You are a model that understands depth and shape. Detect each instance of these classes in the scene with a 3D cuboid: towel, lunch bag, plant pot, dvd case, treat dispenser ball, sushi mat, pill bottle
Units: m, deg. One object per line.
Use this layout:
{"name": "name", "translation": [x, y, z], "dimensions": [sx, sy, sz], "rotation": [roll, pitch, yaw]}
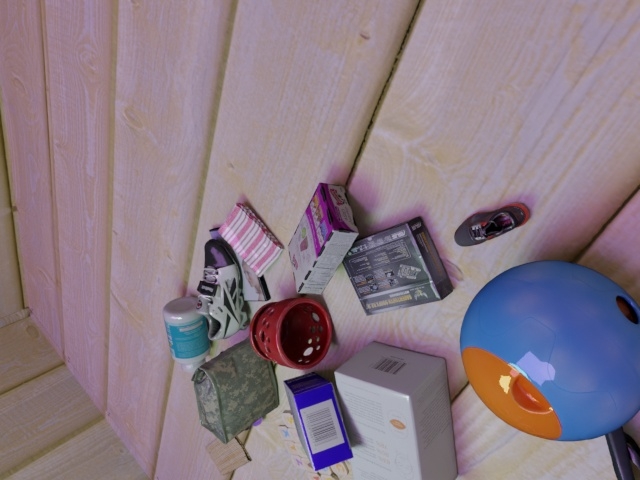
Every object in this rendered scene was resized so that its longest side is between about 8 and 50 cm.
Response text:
{"name": "towel", "translation": [-0.209, 0.000, 1.431], "dimensions": [0.197, 0.029, 0.144], "rotation": [47, 127, 9]}
{"name": "lunch bag", "translation": [-0.280, 0.462, 1.588], "dimensions": [0.169, 0.235, 0.286], "rotation": [18, 121, 40]}
{"name": "plant pot", "translation": [-0.093, 0.253, 1.352], "dimensions": [0.174, 0.191, 0.191], "rotation": [-7, 104, 48]}
{"name": "dvd case", "translation": [-0.257, 0.074, 1.539], "dimensions": [0.181, 0.022, 0.252], "rotation": [-6, 104, 45]}
{"name": "treat dispenser ball", "translation": [0.379, 0.176, 0.801], "dimensions": [0.288, 0.288, 0.288], "rotation": [20, 122, 36]}
{"name": "sushi mat", "translation": [-0.395, 0.899, 2.059], "dimensions": [0.151, 0.019, 0.316], "rotation": [54, 136, 11]}
{"name": "pill bottle", "translation": [-0.485, 0.350, 1.793], "dimensions": [0.146, 0.146, 0.263], "rotation": [15, 118, 38]}

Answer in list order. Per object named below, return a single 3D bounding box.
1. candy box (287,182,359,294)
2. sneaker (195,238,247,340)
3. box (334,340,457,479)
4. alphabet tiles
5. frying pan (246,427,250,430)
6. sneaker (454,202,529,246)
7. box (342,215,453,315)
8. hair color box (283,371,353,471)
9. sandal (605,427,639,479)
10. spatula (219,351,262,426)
{"name": "candy box", "translation": [0.000, 0.000, 1.179], "dimensions": [0.233, 0.071, 0.159], "rotation": [120, 147, -41]}
{"name": "sneaker", "translation": [-0.328, 0.164, 1.531], "dimensions": [0.123, 0.146, 0.330], "rotation": [4, 110, 43]}
{"name": "box", "translation": [0.190, 0.454, 1.195], "dimensions": [0.215, 0.168, 0.345], "rotation": [6, 112, 41]}
{"name": "alphabet tiles", "translation": [-0.035, 0.698, 1.626], "dimensions": [0.278, 0.021, 0.284], "rotation": [-20, 94, 46]}
{"name": "frying pan", "translation": [-0.389, 0.654, 1.922], "dimensions": [0.326, 0.053, 0.197], "rotation": [-4, 105, 41]}
{"name": "sneaker", "translation": [0.312, -0.026, 0.929], "dimensions": [0.158, 0.065, 0.061], "rotation": [-33, 85, 46]}
{"name": "box", "translation": [0.163, 0.065, 1.117], "dimensions": [0.231, 0.056, 0.183], "rotation": [-23, 93, 47]}
{"name": "hair color box", "translation": [-0.016, 0.466, 1.305], "dimensions": [0.339, 0.110, 0.185], "rotation": [134, 120, -76]}
{"name": "sandal", "translation": [0.558, 0.389, 0.882], "dimensions": [0.055, 0.097, 0.254], "rotation": [-16, 99, 19]}
{"name": "spatula", "translation": [-0.293, 0.538, 1.785], "dimensions": [0.084, 0.030, 0.296], "rotation": [-40, 80, 45]}
